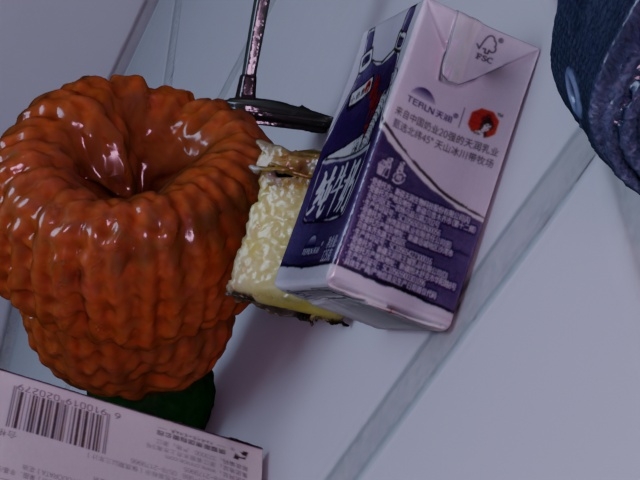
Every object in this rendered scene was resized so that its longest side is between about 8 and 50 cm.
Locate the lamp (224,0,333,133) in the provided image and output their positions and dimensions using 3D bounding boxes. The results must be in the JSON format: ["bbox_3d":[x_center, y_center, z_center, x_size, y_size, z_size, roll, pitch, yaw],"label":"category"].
[{"bbox_3d":[-0.012,-0.235,1.490,0.203,0.125,0.283,-156,89,-84],"label":"lamp"}]

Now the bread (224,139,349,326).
[{"bbox_3d":[0.000,0.000,1.262,0.152,0.127,0.147,35,-109,-72],"label":"bread"}]

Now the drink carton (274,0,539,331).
[{"bbox_3d":[0.062,-0.052,1.061,0.134,0.102,0.222,169,122,-74],"label":"drink carton"}]

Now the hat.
[{"bbox_3d":[-0.201,0.044,1.396,0.285,0.285,0.400,-88,14,-47],"label":"hat"}]

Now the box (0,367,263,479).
[{"bbox_3d":[-0.184,0.238,1.207,0.111,0.260,0.194,-57,20,35],"label":"box"}]

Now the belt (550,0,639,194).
[{"bbox_3d":[0.195,-0.118,0.668,0.218,0.122,0.128,-60,22,26],"label":"belt"}]
